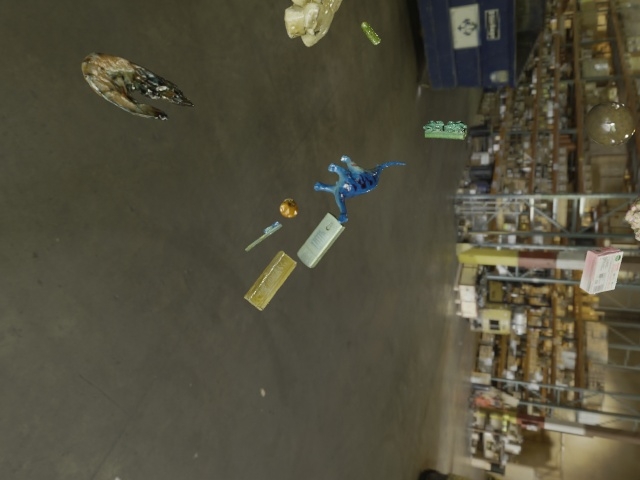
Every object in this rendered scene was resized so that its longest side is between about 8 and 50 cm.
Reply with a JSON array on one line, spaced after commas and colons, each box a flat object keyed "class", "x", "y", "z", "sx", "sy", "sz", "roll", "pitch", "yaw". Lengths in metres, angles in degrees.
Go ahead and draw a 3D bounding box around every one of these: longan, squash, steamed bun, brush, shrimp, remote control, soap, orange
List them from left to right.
[{"class": "shrimp", "x": -0.514, "y": -0.425, "z": 1.488, "sx": 0.364, "sy": 0.071, "sz": 0.233, "roll": 13, "pitch": 45, "yaw": -50}, {"class": "brush", "x": -0.230, "y": -0.019, "z": 2.028, "sx": 0.030, "sy": 0.178, "sz": 0.033, "roll": 53, "pitch": -8, "yaw": 3}, {"class": "soap", "x": -0.204, "y": 0.165, "z": 2.118, "sx": 0.092, "sy": 0.037, "sz": 0.252, "roll": 43, "pitch": 69, "yaw": -16}, {"class": "orange", "x": -0.128, "y": -0.136, "z": 2.145, "sx": 0.086, "sy": 0.062, "sz": 0.086, "roll": 18, "pitch": 54, "yaw": -27}, {"class": "steamed bun", "x": -0.024, "y": -0.549, "z": 1.179, "sx": 0.177, "sy": 0.106, "sz": 0.192, "roll": -57, "pitch": 174, "yaw": -51}, {"class": "remote control", "x": 0.000, "y": 0.000, "z": 2.062, "sx": 0.234, "sy": 0.098, "sz": 0.038, "roll": -53, "pitch": 154, "yaw": 16}, {"class": "squash", "x": 0.147, "y": -0.619, "z": 1.516, "sx": 0.083, "sy": 0.027, "sz": 0.028, "roll": 31, "pitch": 63, "yaw": -46}, {"class": "longan", "x": 1.115, "y": -0.454, "z": 1.967, "sx": 0.184, "sy": 0.159, "sz": 0.204, "roll": 33, "pitch": 35, "yaw": -18}]

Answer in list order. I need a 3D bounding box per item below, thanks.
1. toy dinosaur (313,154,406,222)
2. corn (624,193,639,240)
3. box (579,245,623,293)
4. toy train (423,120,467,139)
[{"class": "toy dinosaur", "x": 0.081, "y": -0.153, "z": 1.269, "sx": 0.329, "sy": 0.144, "sz": 0.076, "roll": -42, "pitch": 152, "yaw": -43}, {"class": "corn", "x": 0.676, "y": -0.100, "z": 0.932, "sx": 0.335, "sy": 0.126, "sz": 0.127, "roll": -40, "pitch": 133, "yaw": -27}, {"class": "box", "x": 0.802, "y": 0.085, "z": 1.457, "sx": 0.043, "sy": 0.089, "sz": 0.125, "roll": -126, "pitch": -148, "yaw": -60}, {"class": "toy train", "x": 0.424, "y": -0.376, "z": 1.736, "sx": 0.071, "sy": 0.147, "sz": 0.038, "roll": 61, "pitch": 40, "yaw": -60}]
